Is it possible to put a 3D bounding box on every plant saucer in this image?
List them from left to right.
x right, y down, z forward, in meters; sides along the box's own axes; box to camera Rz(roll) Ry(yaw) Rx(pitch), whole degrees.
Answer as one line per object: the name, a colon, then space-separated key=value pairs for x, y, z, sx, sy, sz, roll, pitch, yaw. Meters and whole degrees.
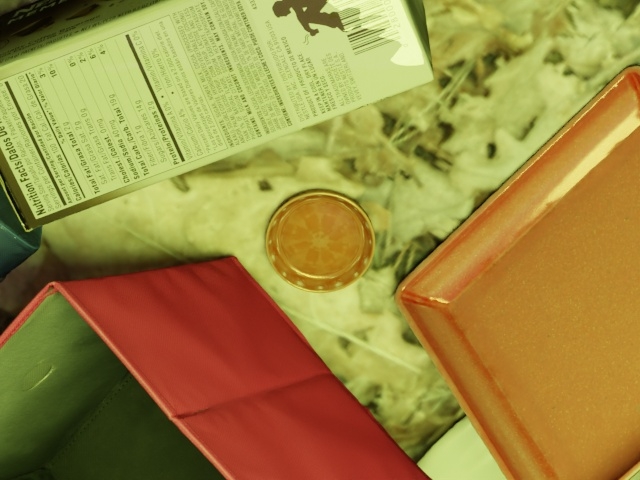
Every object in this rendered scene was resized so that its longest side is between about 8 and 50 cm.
plant saucer: x=0.000 y=0.000 z=1.437 sx=0.083 sy=0.013 sz=0.083 roll=0 pitch=113 yaw=1
plant saucer: x=0.206 y=0.045 z=1.350 sx=0.259 sy=0.258 sz=0.047 roll=-44 pitch=139 yaw=14

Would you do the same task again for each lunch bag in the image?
lunch bag: x=-0.248 y=-0.008 z=1.389 sx=0.065 sy=0.098 sz=0.067 roll=-40 pitch=112 yaw=19

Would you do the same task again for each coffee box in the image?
coffee box: x=-0.082 y=-0.133 z=1.297 sx=0.297 sy=0.168 sz=0.119 roll=-20 pitch=112 yaw=9

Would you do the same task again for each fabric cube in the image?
fabric cube: x=-0.116 y=0.191 z=1.335 sx=0.259 sy=0.258 sz=0.254 roll=47 pitch=109 yaw=15

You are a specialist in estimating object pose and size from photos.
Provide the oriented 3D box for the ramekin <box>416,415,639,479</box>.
ramekin: x=0.191 y=0.232 z=1.401 sx=0.277 sy=0.277 sz=0.135 roll=-29 pitch=118 yaw=12
